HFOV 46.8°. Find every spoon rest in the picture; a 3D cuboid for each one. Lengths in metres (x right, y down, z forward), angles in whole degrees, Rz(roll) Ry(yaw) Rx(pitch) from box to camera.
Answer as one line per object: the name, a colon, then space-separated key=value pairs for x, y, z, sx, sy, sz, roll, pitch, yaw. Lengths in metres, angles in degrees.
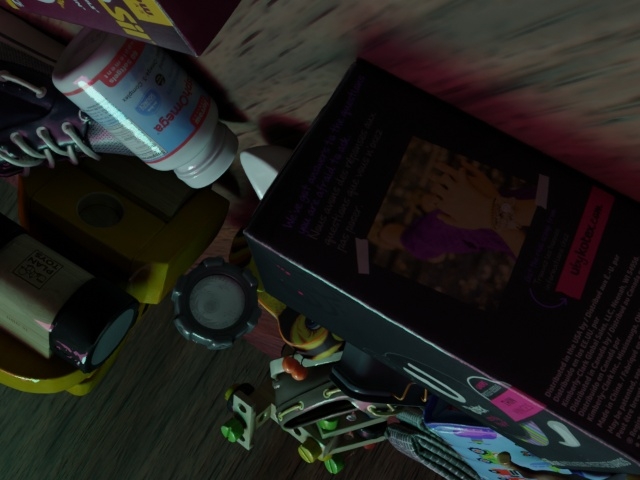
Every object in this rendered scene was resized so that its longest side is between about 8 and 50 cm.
spoon rest: x=0.000 y=0.000 z=0.736 sx=0.137 sy=0.084 sz=0.276 roll=37 pitch=172 yaw=33

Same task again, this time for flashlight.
flashlight: x=-0.138 y=0.093 z=0.942 sx=0.103 sy=0.103 sz=0.304 roll=20 pitch=165 yaw=-6

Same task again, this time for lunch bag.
lunch bag: x=0.292 y=0.195 z=0.776 sx=0.293 sy=0.138 sz=0.221 roll=4 pitch=151 yaw=34

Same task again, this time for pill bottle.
pill bottle: x=-0.149 y=-0.119 z=0.657 sx=0.087 sy=0.087 sz=0.160 roll=15 pitch=159 yaw=49

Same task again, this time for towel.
towel: x=0.310 y=0.519 z=1.792 sx=0.283 sy=0.121 sz=0.235 roll=32 pitch=167 yaw=-2

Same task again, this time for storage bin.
storage bin: x=0.089 y=0.128 z=0.824 sx=0.135 sy=0.091 sz=0.098 roll=8 pitch=-172 yaw=-21

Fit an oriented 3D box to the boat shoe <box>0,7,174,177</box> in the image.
boat shoe: x=-0.277 y=-0.116 z=0.794 sx=0.340 sy=0.158 sz=0.127 roll=28 pitch=165 yaw=18

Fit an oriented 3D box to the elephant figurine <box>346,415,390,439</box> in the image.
elephant figurine: x=0.077 y=0.272 z=1.418 sx=0.185 sy=0.170 sz=0.239 roll=6 pitch=153 yaw=-13

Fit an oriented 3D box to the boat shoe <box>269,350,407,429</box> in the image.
boat shoe: x=0.066 y=0.188 z=0.982 sx=0.324 sy=0.097 sz=0.116 roll=-16 pitch=158 yaw=34

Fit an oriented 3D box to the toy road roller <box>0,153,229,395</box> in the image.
toy road roller: x=-0.282 y=0.037 z=0.899 sx=0.202 sy=0.330 sz=0.241 roll=31 pitch=139 yaw=5

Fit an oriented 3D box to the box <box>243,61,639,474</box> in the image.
box: x=0.101 y=0.028 z=0.511 sx=0.270 sy=0.143 sz=0.165 roll=30 pitch=165 yaw=9

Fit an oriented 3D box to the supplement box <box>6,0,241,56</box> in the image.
supplement box: x=-0.136 y=-0.183 z=0.422 sx=0.188 sy=0.081 sz=0.104 roll=22 pitch=163 yaw=33

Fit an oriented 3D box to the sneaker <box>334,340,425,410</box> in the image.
sneaker: x=0.124 y=0.186 z=1.094 sx=0.299 sy=0.111 sz=0.121 roll=27 pitch=175 yaw=39

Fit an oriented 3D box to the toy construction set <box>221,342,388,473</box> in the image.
toy construction set: x=-0.024 y=0.282 z=1.248 sx=0.258 sy=0.237 sz=0.309 roll=56 pitch=141 yaw=11

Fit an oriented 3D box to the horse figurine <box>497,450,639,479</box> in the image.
horse figurine: x=0.277 y=0.243 z=0.687 sx=0.263 sy=0.066 sz=0.174 roll=-19 pitch=135 yaw=35

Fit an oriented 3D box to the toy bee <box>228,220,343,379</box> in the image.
toy bee: x=-0.027 y=0.082 z=0.936 sx=0.195 sy=0.162 sz=0.298 roll=43 pitch=163 yaw=-31
